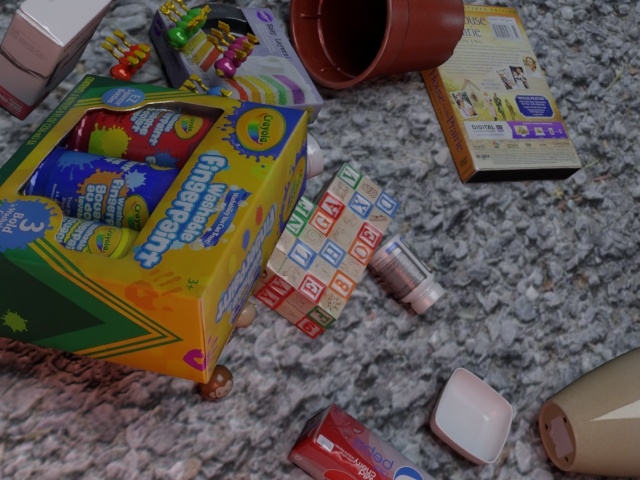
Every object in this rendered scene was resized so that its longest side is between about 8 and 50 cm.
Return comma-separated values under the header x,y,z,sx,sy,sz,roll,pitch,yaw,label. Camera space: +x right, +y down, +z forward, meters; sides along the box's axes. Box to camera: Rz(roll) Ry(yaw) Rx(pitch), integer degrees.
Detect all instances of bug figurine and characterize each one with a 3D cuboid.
x,y,z,sx,sy,sz,roll,pitch,yaw,label
-0.224,-0.295,1.767,0.279,0.072,0.216,33,73,28,bug figurine

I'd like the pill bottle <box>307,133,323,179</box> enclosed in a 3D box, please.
x,y,z,sx,sy,sz,roll,pitch,yaw,label
-0.094,-0.118,1.807,0.193,0.108,0.108,-24,77,-28,pill bottle

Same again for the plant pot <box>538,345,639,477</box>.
x,y,z,sx,sy,sz,roll,pitch,yaw,label
0.545,0.322,1.897,0.274,0.256,0.257,-9,68,-19,plant pot

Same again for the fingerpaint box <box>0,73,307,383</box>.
x,y,z,sx,sy,sz,roll,pitch,yaw,label
-0.255,-0.042,1.496,0.371,0.163,0.445,12,41,12,fingerpaint box

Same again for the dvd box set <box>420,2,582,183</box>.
x,y,z,sx,sy,sz,roll,pitch,yaw,label
0.364,-0.321,2.261,0.307,0.062,0.420,-5,66,-33,dvd box set

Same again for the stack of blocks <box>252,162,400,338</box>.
x,y,z,sx,sy,sz,roll,pitch,yaw,label
0.000,0.000,1.828,0.171,0.087,0.297,38,50,-7,stack of blocks

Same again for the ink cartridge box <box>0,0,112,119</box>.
x,y,z,sx,sy,sz,roll,pitch,yaw,label
-0.431,-0.314,1.661,0.092,0.218,0.158,38,50,-8,ink cartridge box

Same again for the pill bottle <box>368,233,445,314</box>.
x,y,z,sx,sy,sz,roll,pitch,yaw,label
0.156,0.062,1.895,0.137,0.078,0.078,49,50,2,pill bottle

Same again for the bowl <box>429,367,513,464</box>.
x,y,z,sx,sy,sz,roll,pitch,yaw,label
0.255,0.311,1.827,0.142,0.053,0.142,37,49,-8,bowl

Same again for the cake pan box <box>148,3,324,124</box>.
x,y,z,sx,sy,sz,roll,pitch,yaw,label
-0.155,-0.316,1.910,0.245,0.070,0.267,-6,56,-35,cake pan box

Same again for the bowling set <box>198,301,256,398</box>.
x,y,z,sx,sy,sz,roll,pitch,yaw,label
-0.166,0.127,1.607,0.287,0.154,0.200,-33,83,-40,bowling set

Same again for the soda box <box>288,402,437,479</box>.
x,y,z,sx,sy,sz,roll,pitch,yaw,label
0.085,0.375,1.657,0.263,0.092,0.083,38,49,-7,soda box

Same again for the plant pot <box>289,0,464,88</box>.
x,y,z,sx,sy,sz,roll,pitch,yaw,label
0.127,-0.436,2.067,0.265,0.272,0.272,-8,68,-43,plant pot
